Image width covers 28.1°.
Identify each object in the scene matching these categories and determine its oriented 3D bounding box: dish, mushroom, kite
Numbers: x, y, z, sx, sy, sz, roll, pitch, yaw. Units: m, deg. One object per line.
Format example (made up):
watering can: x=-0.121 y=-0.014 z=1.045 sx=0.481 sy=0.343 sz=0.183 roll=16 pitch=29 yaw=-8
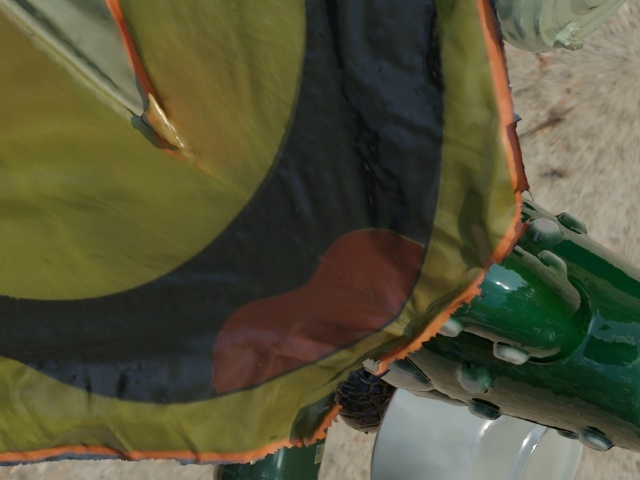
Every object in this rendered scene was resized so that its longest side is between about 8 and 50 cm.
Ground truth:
dish: x=0.162 y=0.194 z=1.184 sx=0.117 sy=0.256 sz=0.256 roll=22 pitch=103 yaw=34
mushroom: x=0.072 y=0.161 z=1.439 sx=0.085 sy=0.109 sz=0.126 roll=28 pitch=124 yaw=28
kite: x=-0.100 y=-0.069 z=0.361 sx=0.327 sy=0.013 sz=0.377 roll=40 pitch=120 yaw=3

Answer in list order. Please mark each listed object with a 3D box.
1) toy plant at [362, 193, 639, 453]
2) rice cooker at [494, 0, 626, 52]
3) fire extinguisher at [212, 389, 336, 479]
toy plant: x=0.071 y=0.025 z=0.610 sx=0.232 sy=0.243 sz=0.112 roll=28 pitch=87 yaw=-21
rice cooker: x=0.154 y=-0.286 z=1.026 sx=0.244 sy=0.226 sz=0.226 roll=45 pitch=106 yaw=24
fire extinguisher: x=-0.031 y=0.139 z=1.131 sx=0.095 sy=0.114 sz=0.311 roll=12 pitch=90 yaw=23
